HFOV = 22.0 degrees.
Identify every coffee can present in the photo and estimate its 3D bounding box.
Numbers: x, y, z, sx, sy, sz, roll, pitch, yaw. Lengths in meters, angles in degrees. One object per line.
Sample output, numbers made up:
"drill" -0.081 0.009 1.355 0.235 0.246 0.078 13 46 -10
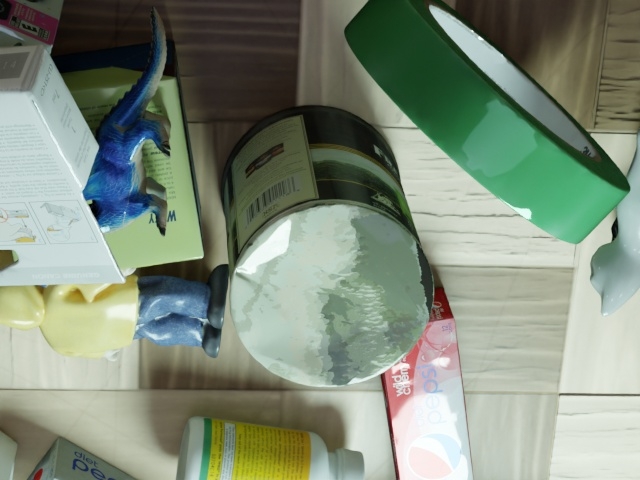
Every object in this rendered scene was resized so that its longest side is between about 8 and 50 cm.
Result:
"coffee can" 0.000 0.000 1.709 0.201 0.275 0.202 -2 115 -4

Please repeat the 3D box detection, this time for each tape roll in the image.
"tape roll" 0.167 -0.133 1.639 0.321 0.321 0.077 37 107 -19

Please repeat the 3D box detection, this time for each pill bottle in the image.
"pill bottle" -0.059 0.275 1.913 0.208 0.117 0.118 9 113 -9

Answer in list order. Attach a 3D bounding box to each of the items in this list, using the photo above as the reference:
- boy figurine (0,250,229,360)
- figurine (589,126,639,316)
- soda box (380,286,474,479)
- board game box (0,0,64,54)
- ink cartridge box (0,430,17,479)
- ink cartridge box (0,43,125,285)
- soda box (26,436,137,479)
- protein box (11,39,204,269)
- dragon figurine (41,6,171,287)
"boy figurine" -0.247 0.073 1.820 0.285 0.092 0.177 5 139 -4
"figurine" 0.356 -0.033 1.767 0.092 0.215 0.209 26 115 12
"soda box" 0.121 0.192 1.911 0.092 0.083 0.263 -9 115 -1
"board game box" -0.407 -0.245 1.593 0.303 0.224 0.097 21 113 -14
"ink cartridge box" -0.521 0.379 1.830 0.160 0.279 0.385 37 106 -20
"ink cartridge box" -0.352 -0.062 1.559 0.296 0.066 0.261 -2 139 18
"soda box" -0.216 0.353 1.946 0.286 0.098 0.091 33 107 -17
"protein box" -0.235 -0.084 1.727 0.199 0.136 0.201 -8 114 -2
"dragon figurine" -0.219 -0.081 1.608 0.144 0.085 0.289 3 114 -7
